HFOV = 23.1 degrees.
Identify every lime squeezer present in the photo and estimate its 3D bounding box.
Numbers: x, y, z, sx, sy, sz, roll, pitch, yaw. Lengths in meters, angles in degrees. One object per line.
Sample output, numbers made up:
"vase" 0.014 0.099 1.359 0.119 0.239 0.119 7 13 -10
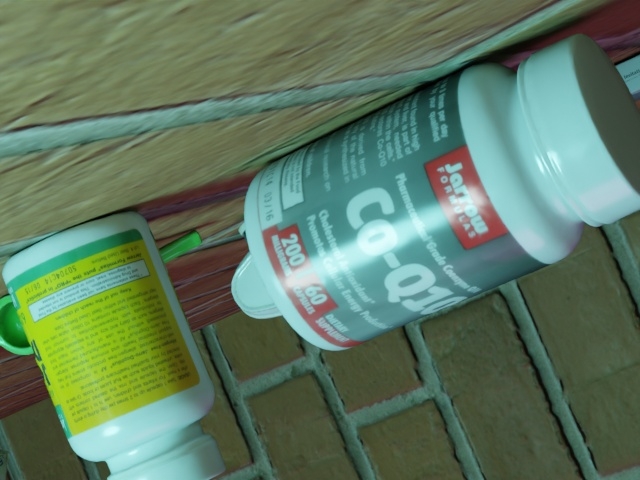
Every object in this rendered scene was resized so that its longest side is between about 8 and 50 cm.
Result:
"lime squeezer" -0.248 0.056 1.417 0.310 0.059 0.110 -24 -153 -9

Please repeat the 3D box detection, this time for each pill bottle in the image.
"pill bottle" 0.098 -0.036 1.185 0.283 0.161 0.161 -25 176 26
"pill bottle" -0.150 0.093 1.178 0.117 0.208 0.117 -23 177 -1

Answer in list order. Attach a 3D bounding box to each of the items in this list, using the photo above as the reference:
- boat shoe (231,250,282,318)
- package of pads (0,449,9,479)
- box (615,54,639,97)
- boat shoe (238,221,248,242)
"boat shoe" 0.000 0.000 1.703 0.277 0.098 0.096 -34 172 23
"package of pads" -0.452 0.279 1.449 0.229 0.101 0.296 19 128 -23
"box" 0.331 -0.169 1.659 0.186 0.038 0.145 -23 177 23
"boat shoe" 0.014 -0.029 1.540 0.206 0.065 0.075 -24 176 21
